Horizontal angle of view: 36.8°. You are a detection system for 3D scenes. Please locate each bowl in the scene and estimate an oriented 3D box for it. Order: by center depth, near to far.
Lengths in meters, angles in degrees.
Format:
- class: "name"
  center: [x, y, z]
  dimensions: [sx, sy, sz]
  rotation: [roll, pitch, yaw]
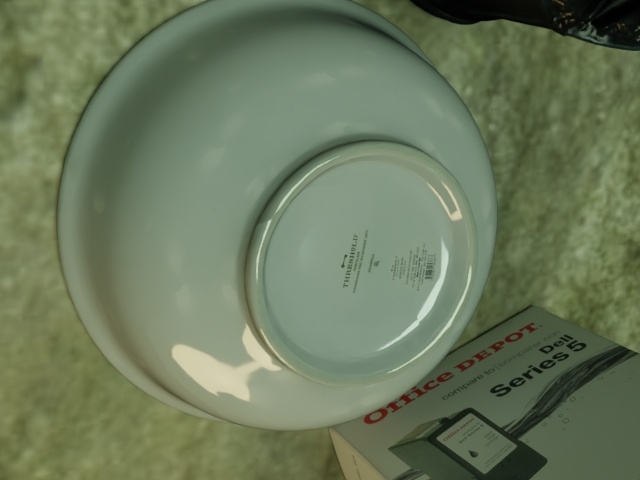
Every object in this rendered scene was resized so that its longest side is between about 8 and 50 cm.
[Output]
- class: "bowl"
  center: [0.000, 0.000, 0.586]
  dimensions: [0.298, 0.134, 0.297]
  rotation: [-7, 108, -23]

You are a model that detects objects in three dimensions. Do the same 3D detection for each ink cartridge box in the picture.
- class: "ink cartridge box"
  center: [0.155, 0.167, 0.628]
  dimensions: [0.198, 0.273, 0.114]
  rotation: [-27, 112, -16]

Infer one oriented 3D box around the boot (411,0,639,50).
- class: "boot"
  center: [0.063, -0.186, 0.520]
  dimensions: [0.247, 0.207, 0.094]
  rotation: [25, 93, -28]
